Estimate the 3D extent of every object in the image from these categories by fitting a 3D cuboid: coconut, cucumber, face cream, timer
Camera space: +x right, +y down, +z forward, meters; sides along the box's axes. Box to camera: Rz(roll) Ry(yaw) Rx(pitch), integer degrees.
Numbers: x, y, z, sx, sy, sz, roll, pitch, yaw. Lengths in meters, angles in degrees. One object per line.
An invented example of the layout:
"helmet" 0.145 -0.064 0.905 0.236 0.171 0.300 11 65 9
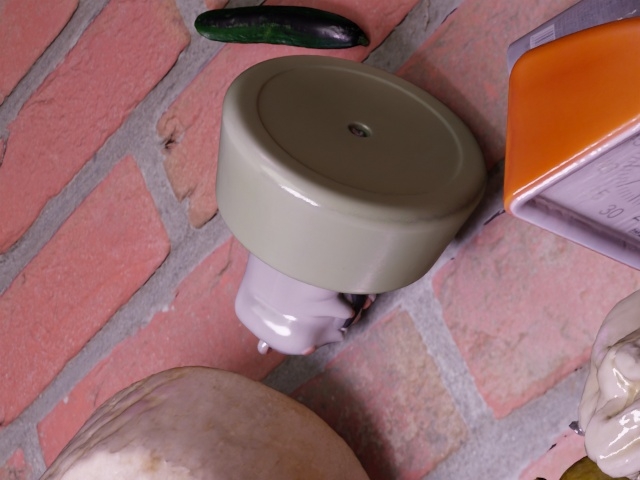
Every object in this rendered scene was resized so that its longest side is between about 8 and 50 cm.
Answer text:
"coconut" -0.127 0.335 1.469 0.415 0.415 0.344 40 119 40
"cucumber" -0.055 -0.273 1.706 0.284 0.056 0.056 11 89 39
"face cream" 0.314 -0.216 1.340 0.269 0.073 0.107 -27 69 36
"timer" 0.000 0.000 1.489 0.291 0.291 0.315 51 136 36
"timer" 0.326 -0.096 1.186 0.250 0.257 0.161 -17 63 42

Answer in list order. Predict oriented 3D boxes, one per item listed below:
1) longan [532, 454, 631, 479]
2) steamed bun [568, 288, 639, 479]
"longan" 0.259 0.269 1.246 0.155 0.145 0.176 -37 48 -11
"steamed bun" 0.363 0.148 1.082 0.320 0.275 0.206 55 146 20
